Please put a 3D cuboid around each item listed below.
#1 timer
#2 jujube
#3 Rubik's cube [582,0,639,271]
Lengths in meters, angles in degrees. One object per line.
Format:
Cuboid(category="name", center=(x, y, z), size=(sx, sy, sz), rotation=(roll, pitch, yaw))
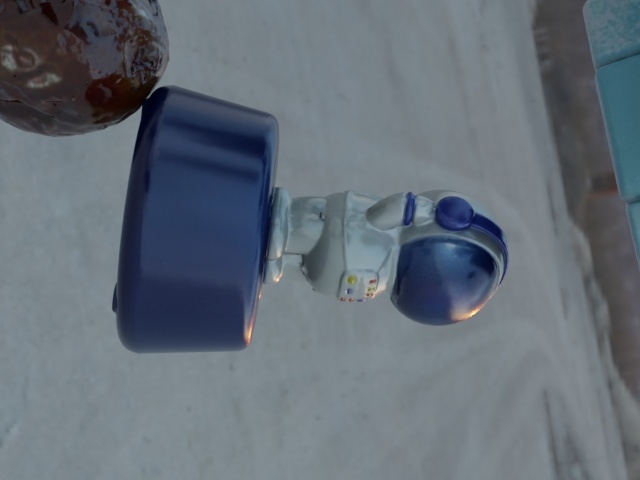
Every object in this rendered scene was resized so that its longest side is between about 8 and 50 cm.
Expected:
Cuboid(category="timer", center=(0.000, 0.000, 1.276), size=(0.270, 0.383, 0.270), rotation=(-173, -90, -88))
Cuboid(category="jujube", center=(-0.282, -0.211, 1.300), size=(0.197, 0.290, 0.197), rotation=(-22, 119, -46))
Cuboid(category="Rubik's cube", center=(0.467, -0.081, 1.244), size=(0.319, 0.315, 0.322), rotation=(43, 37, -54))
